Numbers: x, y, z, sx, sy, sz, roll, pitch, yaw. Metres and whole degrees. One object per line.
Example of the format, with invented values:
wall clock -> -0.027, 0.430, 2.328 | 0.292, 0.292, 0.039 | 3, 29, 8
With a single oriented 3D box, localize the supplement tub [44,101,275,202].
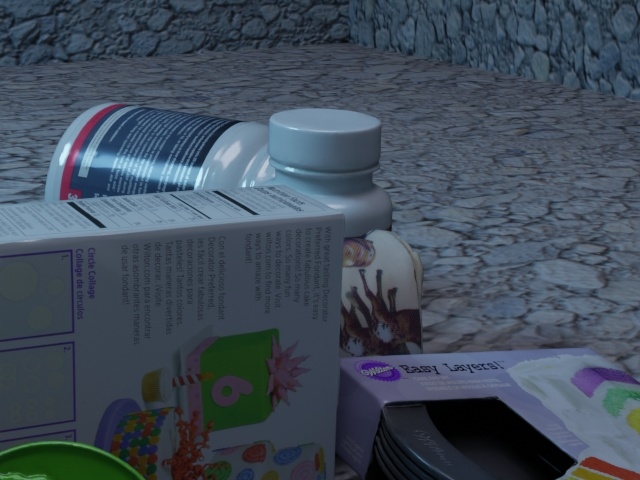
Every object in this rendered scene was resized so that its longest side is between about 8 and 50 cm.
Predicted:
supplement tub -> -0.135, -0.039, 1.418 | 0.272, 0.191, 0.191 | 10, 18, 27

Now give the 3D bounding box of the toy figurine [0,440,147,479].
toy figurine -> -0.165, 0.185, 0.733 | 0.173, 0.130, 0.159 | 9, -20, -4

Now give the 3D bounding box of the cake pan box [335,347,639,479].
cake pan box -> 0.159, 0.157, 0.906 | 0.267, 0.070, 0.246 | 2, 20, -33

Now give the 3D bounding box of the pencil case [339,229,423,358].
pencil case -> -0.120, 0.095, 1.018 | 0.410, 0.183, 0.160 | -6, 44, -26

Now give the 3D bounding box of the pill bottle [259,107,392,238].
pill bottle -> 0.000, 0.000, 1.235 | 0.131, 0.229, 0.131 | 2, 17, -1

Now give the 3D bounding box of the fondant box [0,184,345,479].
fondant box -> -0.152, 0.099, 0.850 | 0.330, 0.238, 0.096 | -5, 16, -26
